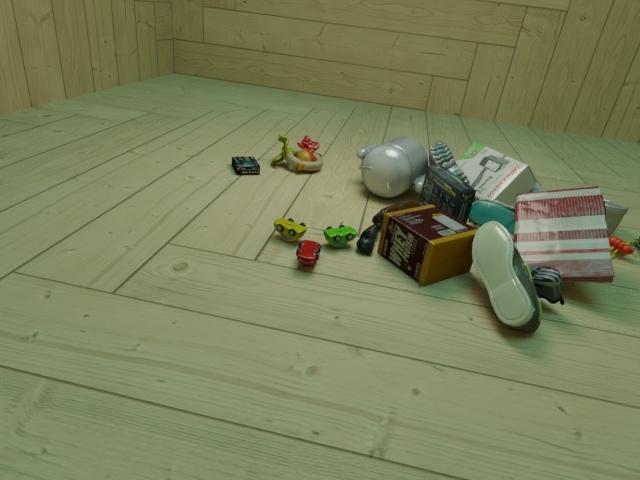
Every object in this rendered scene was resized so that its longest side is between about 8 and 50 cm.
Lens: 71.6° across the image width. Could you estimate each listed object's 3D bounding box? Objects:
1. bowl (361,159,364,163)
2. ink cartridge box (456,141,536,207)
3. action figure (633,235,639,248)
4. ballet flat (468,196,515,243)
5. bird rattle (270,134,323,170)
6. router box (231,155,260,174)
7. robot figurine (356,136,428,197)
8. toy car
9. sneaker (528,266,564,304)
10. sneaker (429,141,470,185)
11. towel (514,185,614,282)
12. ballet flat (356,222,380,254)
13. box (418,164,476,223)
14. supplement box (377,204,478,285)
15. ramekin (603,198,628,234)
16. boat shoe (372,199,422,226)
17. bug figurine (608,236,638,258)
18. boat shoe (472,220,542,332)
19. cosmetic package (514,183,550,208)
[{"bbox_3d":[0.252,-0.345,1.972,0.142,0.053,0.142,12,28,10],"label":"bowl"},{"bbox_3d":[0.630,-0.229,1.678,0.115,0.198,0.273,42,3,-39],"label":"ink cartridge box"},{"bbox_3d":[1.191,0.040,1.475,0.232,0.063,0.137,20,27,15],"label":"action figure"},{"bbox_3d":[0.661,-0.026,1.406,0.147,0.147,0.409,-14,36,-34],"label":"ballet flat"},{"bbox_3d":[-0.079,-0.350,1.881,0.253,0.143,0.207,-3,39,-45],"label":"bird rattle"},{"bbox_3d":[-0.299,-0.299,1.770,0.092,0.038,0.122,-4,30,-21],"label":"router box"},{"bbox_3d":[0.286,-0.281,1.704,0.300,0.200,0.353,31,34,19],"label":"robot figurine"},{"bbox_3d":[0.000,0.000,1.270,0.225,0.053,0.239,-7,32,-25],"label":"toy car"},{"bbox_3d":[0.526,0.117,1.175,0.083,0.098,0.223,-32,20,-22],"label":"sneaker"},{"bbox_3d":[0.484,-0.228,1.669,0.105,0.115,0.281,-13,74,0],"label":"sneaker"},{"bbox_3d":[0.681,-0.018,1.267,0.237,0.037,0.329,-3,50,28],"label":"towel"},{"bbox_3d":[0.149,-0.007,1.340,0.049,0.057,0.173,50,33,-7],"label":"ballet flat"},{"bbox_3d":[0.406,-0.125,1.461,0.059,0.183,0.233,-1,28,-15],"label":"box"},{"bbox_3d":[0.301,0.006,1.248,0.191,0.129,0.194,-12,34,-31],"label":"supplement box"},{"bbox_3d":[0.968,-0.097,1.594,0.207,0.109,0.207,11,19,-4],"label":"ramekin"},{"bbox_3d":[0.258,-0.088,1.477,0.207,0.073,0.073,-8,-9,-38],"label":"boat shoe"},{"bbox_3d":[0.871,0.010,1.437,0.279,0.072,0.216,-11,33,-30],"label":"bug figurine"},{"bbox_3d":[0.459,0.085,1.098,0.091,0.109,0.305,32,39,-32],"label":"boat shoe"},{"bbox_3d":[0.785,-0.149,1.668,0.085,0.117,0.231,-3,29,-19],"label":"cosmetic package"}]
